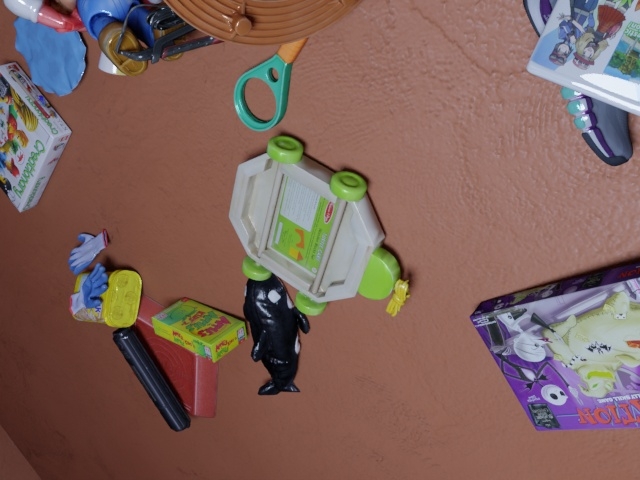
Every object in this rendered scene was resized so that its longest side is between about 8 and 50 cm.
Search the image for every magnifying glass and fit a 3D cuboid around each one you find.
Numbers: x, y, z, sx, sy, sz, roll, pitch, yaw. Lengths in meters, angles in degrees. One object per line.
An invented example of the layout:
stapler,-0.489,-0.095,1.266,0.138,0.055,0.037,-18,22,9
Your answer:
magnifying glass,-0.065,-0.256,0.913,0.092,0.026,0.231,47,132,5

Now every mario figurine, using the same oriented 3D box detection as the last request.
mario figurine,-0.347,-0.381,0.928,0.320,0.198,0.170,38,113,32

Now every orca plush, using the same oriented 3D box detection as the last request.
orca plush,-0.112,0.197,1.151,0.151,0.102,0.287,24,127,24

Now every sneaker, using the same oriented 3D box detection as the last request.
sneaker,0.303,-0.190,0.644,0.098,0.083,0.224,-23,99,37

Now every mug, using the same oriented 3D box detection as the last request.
mug,-0.347,-0.330,1.066,0.062,0.078,0.064,50,133,48

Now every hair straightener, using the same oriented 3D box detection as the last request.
hair straightener,-0.178,-0.311,0.849,0.047,0.230,0.089,-150,40,-73

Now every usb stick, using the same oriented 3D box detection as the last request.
usb stick,-0.385,0.319,1.391,0.077,0.045,0.278,-8,114,55

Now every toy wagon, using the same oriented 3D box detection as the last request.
toy wagon,0.000,0.000,0.983,0.344,0.068,0.267,31,130,17

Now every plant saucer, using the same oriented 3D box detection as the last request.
plant saucer,-0.351,0.278,1.413,0.258,0.047,0.259,26,127,22

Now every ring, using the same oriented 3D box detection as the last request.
ring,-0.040,-0.363,0.645,0.032,0.336,0.337,56,142,39

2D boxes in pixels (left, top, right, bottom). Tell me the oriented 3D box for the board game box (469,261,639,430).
board game box,0.378,0.140,0.768,0.346,0.056,0.208,-26,102,50

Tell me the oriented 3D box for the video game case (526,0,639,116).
video game case,0.399,-0.231,0.527,0.328,0.036,0.300,29,112,19

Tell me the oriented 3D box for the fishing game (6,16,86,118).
fishing game,-0.516,-0.374,1.169,0.189,0.041,0.264,48,125,3

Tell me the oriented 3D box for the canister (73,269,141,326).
canister,-0.492,0.130,1.389,0.169,0.073,0.126,-2,78,40

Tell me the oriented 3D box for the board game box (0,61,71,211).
board game box,-0.676,-0.221,1.362,0.193,0.053,0.305,51,133,1

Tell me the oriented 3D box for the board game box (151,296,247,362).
board game box,-0.247,0.177,1.236,0.181,0.092,0.043,15,123,35

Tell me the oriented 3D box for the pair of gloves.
pair of gloves,-0.526,0.066,1.372,0.159,0.023,0.198,-30,61,32
